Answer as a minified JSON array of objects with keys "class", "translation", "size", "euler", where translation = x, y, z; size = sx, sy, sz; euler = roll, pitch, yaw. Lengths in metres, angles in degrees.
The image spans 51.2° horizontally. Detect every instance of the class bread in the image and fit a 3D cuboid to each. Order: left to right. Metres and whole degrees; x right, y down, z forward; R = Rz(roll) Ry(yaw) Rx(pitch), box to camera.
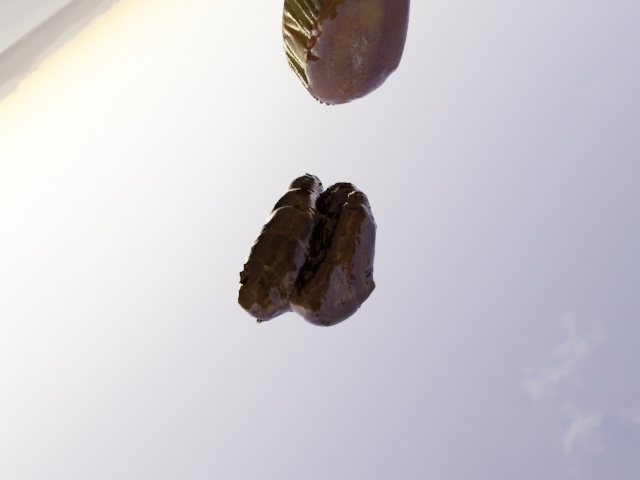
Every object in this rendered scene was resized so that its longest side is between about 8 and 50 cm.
[{"class":"bread","translation":[0.029,-0.243,0.767],"size":[0.132,0.191,0.114],"euler":[-23,-121,-16]}]

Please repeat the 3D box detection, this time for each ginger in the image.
[{"class":"ginger","translation":[0.000,0.000,0.544],"size":[0.103,0.073,0.162],"euler":[10,-131,9]}]
